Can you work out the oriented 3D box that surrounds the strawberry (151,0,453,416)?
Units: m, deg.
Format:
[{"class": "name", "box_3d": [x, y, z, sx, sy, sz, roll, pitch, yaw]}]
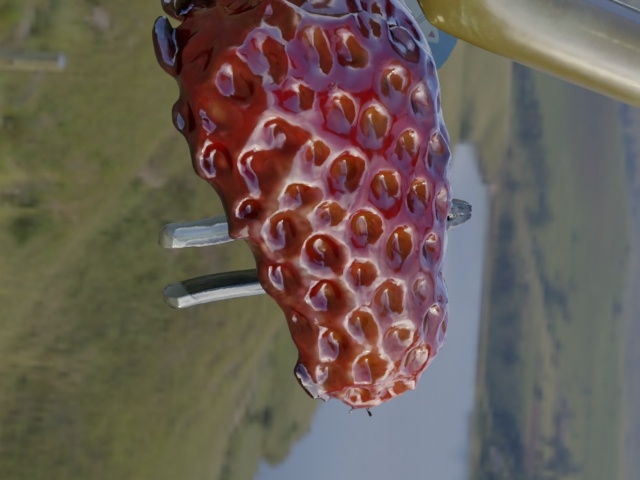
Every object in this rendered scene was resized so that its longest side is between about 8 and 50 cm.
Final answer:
[{"class": "strawberry", "box_3d": [0.016, -0.058, 0.995, 0.253, 0.150, 0.280, 42, 31, -55]}]

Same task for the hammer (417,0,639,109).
[{"class": "hammer", "box_3d": [0.185, -0.077, 0.778, 0.202, 0.305, 0.113, 123, -19, -50]}]

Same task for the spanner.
[{"class": "spanner", "box_3d": [0.000, 0.000, 1.530, 0.040, 0.325, 0.095, -135, -142, -58]}]

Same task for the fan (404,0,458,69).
[{"class": "fan", "box_3d": [0.049, -0.215, 1.314, 0.175, 0.113, 0.005, 56, -17, -11]}]
